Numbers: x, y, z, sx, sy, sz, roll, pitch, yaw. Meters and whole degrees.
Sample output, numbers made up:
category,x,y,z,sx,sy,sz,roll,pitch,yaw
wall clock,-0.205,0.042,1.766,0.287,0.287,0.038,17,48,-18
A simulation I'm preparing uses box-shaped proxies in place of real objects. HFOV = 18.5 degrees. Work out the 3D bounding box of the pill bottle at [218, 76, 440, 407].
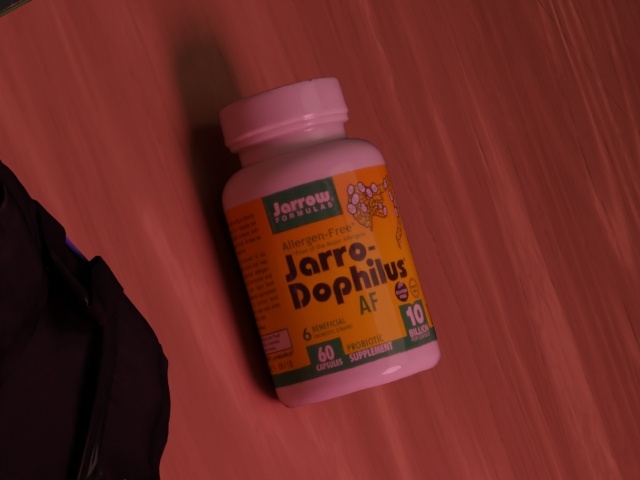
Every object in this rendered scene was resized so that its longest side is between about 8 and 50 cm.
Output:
category,x,y,z,sx,sy,sz,roll,pitch,yaw
pill bottle,0.000,0.000,1.340,0.117,0.117,0.208,-12,85,-61

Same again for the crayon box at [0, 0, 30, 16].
category,x,y,z,sx,sy,sz,roll,pitch,yaw
crayon box,-0.255,-0.238,1.061,0.278,0.081,0.165,66,29,-13

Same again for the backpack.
category,x,y,z,sx,sy,sz,roll,pitch,yaw
backpack,-0.187,0.103,0.863,0.276,0.213,0.263,59,39,-35
